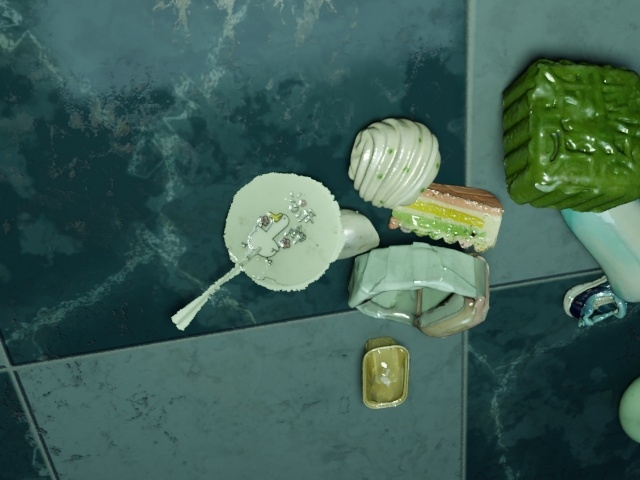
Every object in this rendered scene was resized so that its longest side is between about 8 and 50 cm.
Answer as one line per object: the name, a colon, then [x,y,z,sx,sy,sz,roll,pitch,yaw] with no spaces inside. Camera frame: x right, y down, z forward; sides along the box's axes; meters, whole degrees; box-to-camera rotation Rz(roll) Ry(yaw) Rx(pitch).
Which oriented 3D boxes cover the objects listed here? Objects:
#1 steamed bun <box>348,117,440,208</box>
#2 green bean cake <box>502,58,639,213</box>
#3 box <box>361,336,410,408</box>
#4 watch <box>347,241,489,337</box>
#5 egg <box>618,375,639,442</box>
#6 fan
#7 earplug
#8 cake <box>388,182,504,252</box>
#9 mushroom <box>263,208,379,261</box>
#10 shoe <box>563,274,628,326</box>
steamed bun: [0.139,-0.142,1.451,0.182,0.106,0.183,-2,114,-4]
green bean cake: [0.466,-0.187,1.402,0.246,0.156,0.250,4,77,-13]
box: [0.144,0.300,1.734,0.111,0.111,0.177,-6,122,-6]
watch: [0.186,0.088,1.561,0.241,0.162,0.253,22,147,-25]
egg: [0.837,0.400,1.879,0.168,0.168,0.231,36,107,-27]
fan: [-0.139,0.034,1.511,0.414,0.012,0.233,-38,89,10]
earplug: [0.590,-0.040,1.581,0.185,0.185,0.324,-43,111,16]
cake: [0.254,-0.060,1.572,0.225,0.090,0.110,14,120,3]
mushroom: [0.000,0.000,1.532,0.225,0.093,0.116,-12,143,-9]
shoe: [0.654,0.133,1.722,0.207,0.106,0.092,-23,124,-2]
